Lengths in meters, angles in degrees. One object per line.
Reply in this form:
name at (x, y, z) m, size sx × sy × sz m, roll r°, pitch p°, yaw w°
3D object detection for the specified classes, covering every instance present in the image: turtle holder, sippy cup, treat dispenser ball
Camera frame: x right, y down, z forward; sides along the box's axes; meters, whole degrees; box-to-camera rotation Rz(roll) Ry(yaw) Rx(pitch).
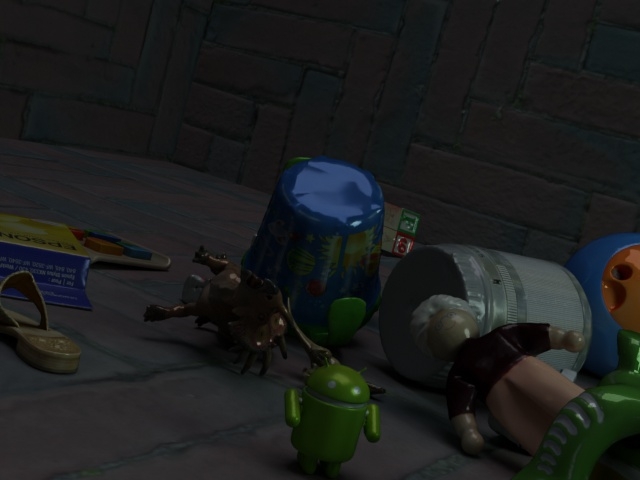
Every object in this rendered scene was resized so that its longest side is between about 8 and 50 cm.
turtle holder at (0.332, 0.223, 0.871) m, size 0.243 × 0.228 × 0.320 m, roll 21°, pitch 10°, yaw 35°
sippy cup at (0.000, 0.000, 1.579) m, size 0.305 × 0.224 × 0.240 m, roll 37°, pitch 48°, yaw 23°
treat dispenser ball at (0.590, 0.128, 1.924) m, size 0.288 × 0.288 × 0.288 m, roll 15°, pitch 7°, yaw -2°

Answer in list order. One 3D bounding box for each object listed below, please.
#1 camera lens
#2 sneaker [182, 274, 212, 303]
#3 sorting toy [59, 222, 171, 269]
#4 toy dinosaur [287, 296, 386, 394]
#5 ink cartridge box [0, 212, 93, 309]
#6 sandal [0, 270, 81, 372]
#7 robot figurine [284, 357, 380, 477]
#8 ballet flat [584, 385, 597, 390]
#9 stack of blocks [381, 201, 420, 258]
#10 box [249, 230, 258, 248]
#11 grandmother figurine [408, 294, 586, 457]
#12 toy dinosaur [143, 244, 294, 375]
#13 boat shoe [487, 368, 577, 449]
camera lens at (0.254, 0.124, 1.520) m, size 0.274 × 0.219 × 0.219 m, roll 10°, pitch 9°, yaw -34°
sneaker at (-0.158, 0.091, 1.571) m, size 0.064 × 0.061 × 0.158 m, roll 18°, pitch 5°, yaw -34°
sorting toy at (-0.397, 0.007, 1.794) m, size 0.193 × 0.038 × 0.208 m, roll 20°, pitch 9°, yaw 33°
toy dinosaur at (0.001, 0.159, 1.328) m, size 0.183 × 0.053 × 0.092 m, roll 42°, pitch 11°, yaw 5°
ink cartridge box at (-0.499, 0.007, 1.462) m, size 0.303 × 0.072 × 0.307 m, roll 12°, pitch 6°, yaw -27°
sandal at (-0.346, 0.077, 1.176) m, size 0.088 × 0.079 × 0.240 m, roll 8°, pitch 10°, yaw -45°
robot figurine at (0.010, 0.176, 1.004) m, size 0.101 × 0.115 × 0.067 m, roll 14°, pitch 6°, yaw -14°
ballet flat at (0.500, 0.286, 1.332) m, size 0.342 × 0.116 × 0.124 m, roll 19°, pitch 26°, yaw -3°
stack of blocks at (0.031, -0.036, 1.917) m, size 0.171 × 0.087 × 0.297 m, roll 18°, pitch -7°, yaw -29°
box at (-0.039, 0.059, 1.817) m, size 0.180 × 0.119 × 0.182 m, roll 16°, pitch 6°, yaw 2°
grandmother figurine at (0.238, 0.170, 1.235) m, size 0.207 × 0.104 × 0.342 m, roll -31°, pitch 42°, yaw -21°
toy dinosaur at (-0.097, 0.105, 1.367) m, size 0.200 × 0.127 × 0.295 m, roll 26°, pitch -2°, yaw 21°
boat shoe at (0.291, 0.217, 1.373) m, size 0.084 × 0.095 × 0.258 m, roll 21°, pitch 8°, yaw 20°
